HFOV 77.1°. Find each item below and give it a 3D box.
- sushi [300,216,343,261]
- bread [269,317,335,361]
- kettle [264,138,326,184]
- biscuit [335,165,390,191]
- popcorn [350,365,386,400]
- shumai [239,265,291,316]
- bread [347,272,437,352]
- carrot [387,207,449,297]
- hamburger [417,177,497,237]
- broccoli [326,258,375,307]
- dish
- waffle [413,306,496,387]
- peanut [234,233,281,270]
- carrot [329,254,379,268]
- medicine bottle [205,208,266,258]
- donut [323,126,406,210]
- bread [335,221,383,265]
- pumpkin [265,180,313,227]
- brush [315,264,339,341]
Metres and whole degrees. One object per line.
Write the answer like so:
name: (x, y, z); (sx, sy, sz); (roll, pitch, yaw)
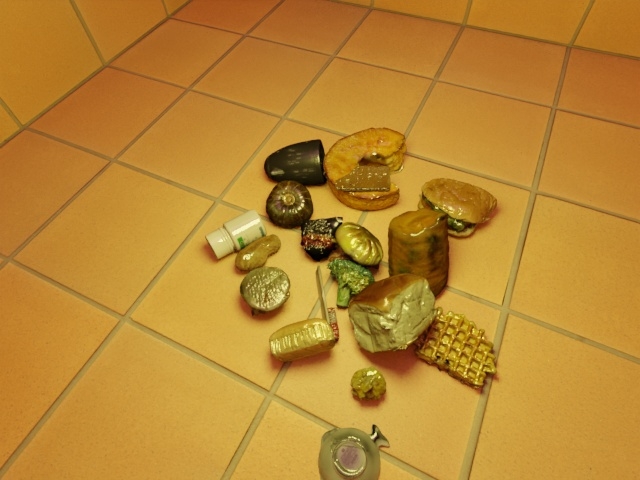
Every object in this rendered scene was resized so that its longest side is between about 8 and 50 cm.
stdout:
sushi: (0.000, 0.000, 1.672); (0.172, 0.153, 0.151); (3, 64, -2)
bread: (-0.064, 0.349, 1.420); (0.236, 0.140, 0.106); (-18, 57, 10)
kettle: (-0.121, -0.368, 1.924); (0.290, 0.208, 0.268); (-6, 26, 11)
biscuit: (0.183, -0.267, 1.733); (0.236, 0.026, 0.131); (0, 58, 7)
popcorn: (0.163, 0.483, 1.355); (0.120, 0.106, 0.116); (28, 52, 21)
shumai: (-0.206, 0.204, 1.556); (0.201, 0.120, 0.202); (-3, 58, 4)
bread: (0.253, 0.244, 1.427); (0.278, 0.250, 0.225); (-27, 91, -33)
carrot: (0.387, 0.041, 1.583); (0.241, 0.341, 0.241); (-5, 25, 2)
hamburger: (0.582, -0.127, 1.721); (0.329, 0.162, 0.209); (15, 56, 7)
broccoli: (0.111, 0.172, 1.569); (0.219, 0.194, 0.194); (18, 55, -13)
dish: (0.102, 0.671, 1.245); (0.246, 0.078, 0.224); (-32, 59, -18)
waffle: (0.469, 0.383, 1.435); (0.283, 0.065, 0.310); (-12, 52, -8)
peanut: (-0.258, 0.052, 1.680); (0.226, 0.095, 0.108); (-40, 100, -28)
carrot: (0.139, 0.082, 1.666); (0.209, 0.061, 0.061); (3, 56, 9)
medicine bottle: (-0.359, -0.024, 1.711); (0.236, 0.139, 0.139); (-31, 60, -17)
donut: (0.209, -0.331, 1.882); (0.377, 0.164, 0.435); (13, 59, 13)
bread: (0.160, 0.008, 1.569); (0.213, 0.213, 0.105); (45, 112, 28)
pumpkin: (-0.138, -0.161, 1.791); (0.218, 0.162, 0.219); (-2, 78, 11)
brush: (0.025, 0.243, 1.556); (0.050, 0.060, 0.321); (-2, 55, -13)
